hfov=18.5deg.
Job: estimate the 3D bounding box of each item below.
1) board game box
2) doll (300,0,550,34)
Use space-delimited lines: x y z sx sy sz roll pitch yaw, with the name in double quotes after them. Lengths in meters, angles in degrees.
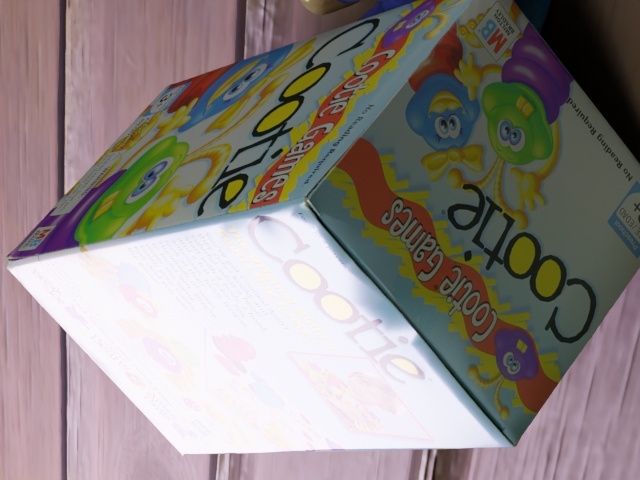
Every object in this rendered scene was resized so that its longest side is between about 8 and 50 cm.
0.000 0.000 0.910 0.144 0.142 0.275 50 151 -19 "board game box"
0.054 -0.134 0.868 0.189 0.046 0.129 -25 91 57 "doll"
